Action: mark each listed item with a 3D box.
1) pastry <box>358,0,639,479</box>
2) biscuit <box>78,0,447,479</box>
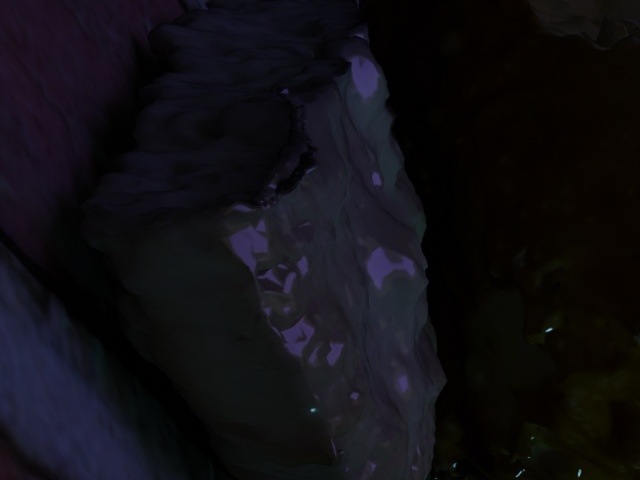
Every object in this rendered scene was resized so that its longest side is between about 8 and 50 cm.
[{"bbox_3d":[0.155,0.002,0.692,0.405,0.292,0.337,-116,-151,-52],"label":"pastry"},{"bbox_3d":[0.000,0.000,0.498,0.281,0.084,0.179,-85,155,-64],"label":"biscuit"}]
